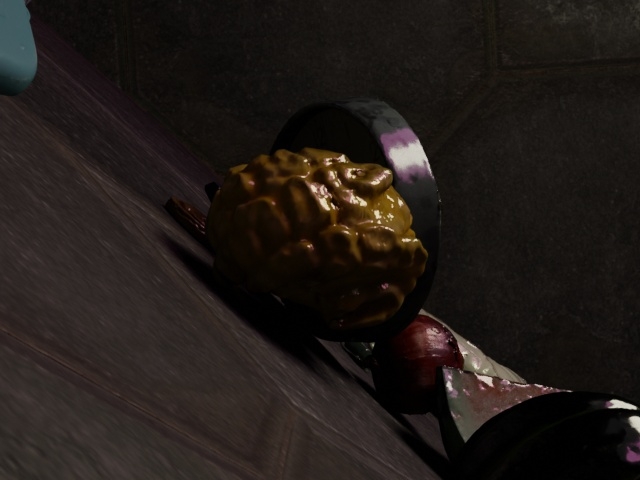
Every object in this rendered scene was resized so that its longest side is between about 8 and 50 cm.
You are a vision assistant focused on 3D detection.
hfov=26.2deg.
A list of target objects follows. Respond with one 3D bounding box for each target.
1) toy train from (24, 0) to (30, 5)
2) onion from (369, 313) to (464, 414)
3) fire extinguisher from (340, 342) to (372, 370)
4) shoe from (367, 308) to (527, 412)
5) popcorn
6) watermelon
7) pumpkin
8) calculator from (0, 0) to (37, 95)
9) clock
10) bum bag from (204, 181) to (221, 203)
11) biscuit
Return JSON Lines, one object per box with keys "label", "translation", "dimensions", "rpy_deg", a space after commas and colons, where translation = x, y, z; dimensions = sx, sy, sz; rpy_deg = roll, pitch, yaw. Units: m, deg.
{"label": "toy train", "translation": [-0.420, -0.331, 1.343], "dimensions": [0.307, 0.173, 0.249], "rpy_deg": [41, -4, -24]}
{"label": "onion", "translation": [0.118, 0.156, 1.721], "dimensions": [0.131, 0.131, 0.131], "rpy_deg": [42, 2, -2]}
{"label": "fire extinguisher", "translation": [0.050, 0.154, 1.933], "dimensions": [0.038, 0.025, 0.083], "rpy_deg": [15, 14, -26]}
{"label": "shoe", "translation": [0.180, 0.198, 2.183], "dimensions": [0.210, 0.132, 0.342], "rpy_deg": [35, 2, -41]}
{"label": "popcorn", "translation": [0.000, 0.000, 1.489], "dimensions": [0.250, 0.190, 0.250], "rpy_deg": [6, -2, 0]}
{"label": "watermelon", "translation": [0.229, 0.235, 1.604], "dimensions": [0.256, 0.176, 0.260], "rpy_deg": [57, -15, 2]}
{"label": "pumpkin", "translation": [0.201, 0.208, 0.906], "dimensions": [0.250, 0.216, 0.250], "rpy_deg": [52, -9, 12]}
{"label": "calculator", "translation": [-0.348, -0.253, 1.080], "dimensions": [0.386, 0.054, 0.256], "rpy_deg": [32, 35, -60]}
{"label": "clock", "translation": [0.029, -0.023, 1.698], "dimensions": [0.061, 0.312, 0.312], "rpy_deg": [-5, 33, -35]}
{"label": "bum bag", "translation": [-0.082, 0.010, 2.013], "dimensions": [0.248, 0.060, 0.123], "rpy_deg": [43, 2, -13]}
{"label": "biscuit", "translation": [-0.126, 0.003, 1.755], "dimensions": [0.175, 0.026, 0.124], "rpy_deg": [41, 2, -3]}
